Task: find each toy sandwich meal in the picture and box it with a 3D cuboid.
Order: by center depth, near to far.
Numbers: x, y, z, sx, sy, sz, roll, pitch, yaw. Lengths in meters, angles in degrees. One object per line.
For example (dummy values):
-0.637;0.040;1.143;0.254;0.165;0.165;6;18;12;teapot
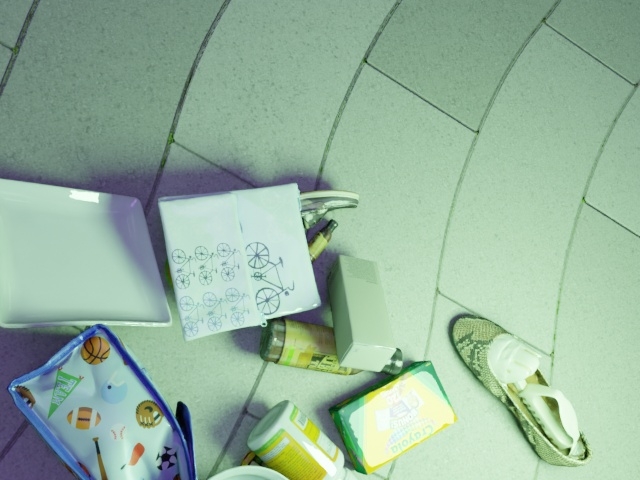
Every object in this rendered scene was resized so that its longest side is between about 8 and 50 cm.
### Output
-0.145;0.516;1.408;0.086;0.029;0.085;4;77;-18;toy sandwich meal

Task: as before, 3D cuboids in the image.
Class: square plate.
-0.503;0.035;1.275;0.344;0.049;0.347;6;50;-42;square plate

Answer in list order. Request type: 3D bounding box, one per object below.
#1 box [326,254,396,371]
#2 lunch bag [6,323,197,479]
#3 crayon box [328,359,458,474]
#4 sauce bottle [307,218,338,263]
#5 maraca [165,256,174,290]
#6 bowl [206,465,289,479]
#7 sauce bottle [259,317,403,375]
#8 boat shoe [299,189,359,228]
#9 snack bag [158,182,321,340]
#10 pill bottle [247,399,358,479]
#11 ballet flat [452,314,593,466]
0.091;0.167;1.465;0.113;0.094;0.275;13;41;-17;box
-0.382;0.369;1.202;0.239;0.328;0.385;-37;90;-22;lunch bag
0.179;0.427;1.513;0.279;0.081;0.165;-23;86;-22;crayon box
0.000;0.000;1.571;0.042;0.042;0.128;40;66;-7;sauce bottle
-0.274;0.089;1.424;0.127;0.099;0.185;-42;102;-10;maraca
-0.176;0.627;1.316;0.298;0.134;0.297;4;77;-19;bowl
0.031;0.264;1.483;0.345;0.111;0.111;12;74;-15;sauce bottle
-0.040;-0.074;1.546;0.285;0.103;0.092;-4;85;-16;boat shoe
-0.172;0.038;1.399;0.343;0.037;0.322;-8;82;-24;snack bag
-0.035;0.492;1.394;0.245;0.136;0.136;46;68;-5;pill bottle
0.543;0.382;1.597;0.164;0.182;0.482;-37;91;-22;ballet flat
